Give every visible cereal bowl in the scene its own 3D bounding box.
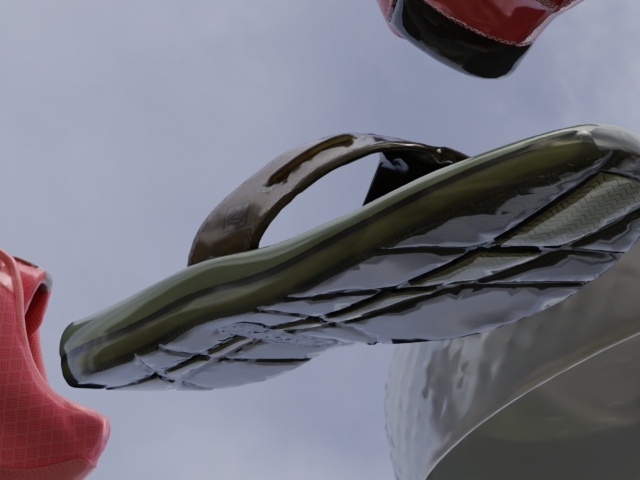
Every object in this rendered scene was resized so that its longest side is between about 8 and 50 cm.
[{"bbox_3d":[0.190,0.045,0.877,0.339,0.339,0.141,-21,-119,6],"label":"cereal bowl"}]

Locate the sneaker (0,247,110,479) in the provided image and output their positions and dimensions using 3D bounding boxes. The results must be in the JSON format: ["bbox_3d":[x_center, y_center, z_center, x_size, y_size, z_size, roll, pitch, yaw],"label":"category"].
[{"bbox_3d":[-0.231,0.032,0.894,0.136,0.116,0.314,-32,-104,-5],"label":"sneaker"}]

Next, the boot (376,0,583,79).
[{"bbox_3d":[0.035,-0.193,0.754,0.244,0.176,0.088,46,-124,-1],"label":"boot"}]

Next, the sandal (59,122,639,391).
[{"bbox_3d":[-0.002,0.000,0.656,0.303,0.120,0.086,-18,-114,33],"label":"sandal"}]
